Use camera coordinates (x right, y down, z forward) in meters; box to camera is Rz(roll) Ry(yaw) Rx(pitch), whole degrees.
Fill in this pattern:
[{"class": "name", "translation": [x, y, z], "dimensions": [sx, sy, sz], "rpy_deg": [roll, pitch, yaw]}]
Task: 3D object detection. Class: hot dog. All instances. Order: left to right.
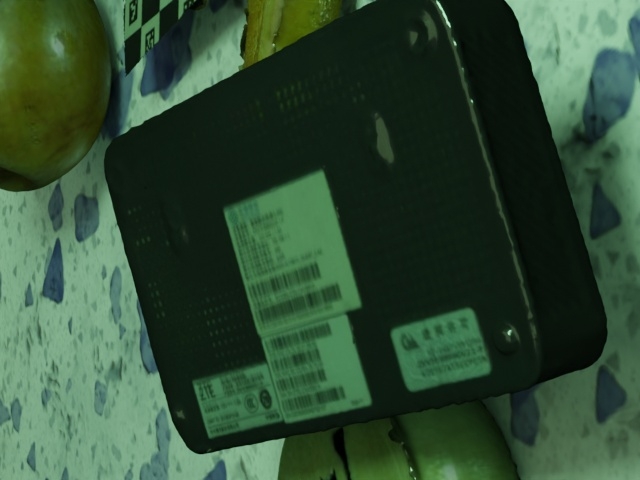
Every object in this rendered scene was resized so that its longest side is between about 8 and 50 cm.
[{"class": "hot dog", "translation": [-0.003, -0.240, 1.147], "dimensions": [0.083, 0.068, 0.289], "rpy_deg": [33, 113, 62]}]

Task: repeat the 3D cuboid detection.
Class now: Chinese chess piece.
[{"class": "Chinese chess piece", "translation": [0.043, 0.171, 1.051], "dimensions": [0.188, 0.083, 0.189], "rpy_deg": [4, 95, 57]}]

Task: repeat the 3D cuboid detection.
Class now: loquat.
[{"class": "loquat", "translation": [-0.271, -0.155, 1.491], "dimensions": [0.179, 0.179, 0.228], "rpy_deg": [-31, 53, 55]}]

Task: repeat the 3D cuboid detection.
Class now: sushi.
[{"class": "sushi", "translation": [-0.102, -0.247, 1.344], "dimensions": [0.210, 0.040, 0.193], "rpy_deg": [-38, 51, 55]}]

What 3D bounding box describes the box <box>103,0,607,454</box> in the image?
[{"class": "box", "translation": [0.000, 0.000, 0.960], "dimensions": [0.350, 0.058, 0.211], "rpy_deg": [-21, 85, 53]}]
